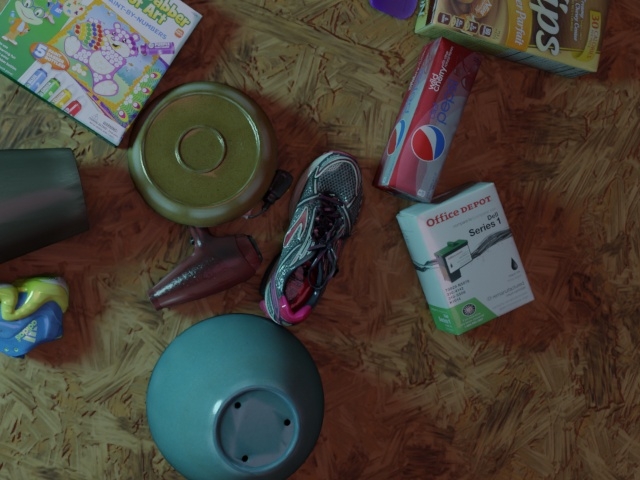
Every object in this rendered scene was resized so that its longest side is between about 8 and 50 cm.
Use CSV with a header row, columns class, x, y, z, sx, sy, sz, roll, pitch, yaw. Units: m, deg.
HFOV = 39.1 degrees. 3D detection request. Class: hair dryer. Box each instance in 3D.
class,x,y,z,sx,sy,sz,roll,pitch,yaw
hair dryer,-0.192,-0.018,1.441,0.223,0.080,0.294,23,81,1

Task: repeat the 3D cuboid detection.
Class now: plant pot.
class,x,y,z,sx,sy,sz,roll,pitch,yaw
plant pot,-0.116,0.270,1.399,0.290,0.195,0.290,-1,94,-15
plant pot,-0.184,-0.139,1.402,0.236,0.032,0.236,0,81,-3

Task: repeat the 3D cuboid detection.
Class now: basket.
class,x,y,z,sx,sy,sz,roll,pitch,yaw
basket,-0.464,-0.051,1.314,0.226,0.154,0.204,-12,80,-18

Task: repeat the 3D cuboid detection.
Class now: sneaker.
class,x,y,z,sx,sy,sz,roll,pitch,yaw
sneaker,-0.495,0.123,1.343,0.240,0.091,0.126,-6,95,-16
sneaker,0.000,0.000,1.459,0.120,0.112,0.299,20,87,-15

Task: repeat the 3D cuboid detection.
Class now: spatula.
class,x,y,z,sx,sy,sz,roll,pitch,yaw
spatula,0.031,-0.440,1.485,0.296,0.030,0.084,13,92,-16

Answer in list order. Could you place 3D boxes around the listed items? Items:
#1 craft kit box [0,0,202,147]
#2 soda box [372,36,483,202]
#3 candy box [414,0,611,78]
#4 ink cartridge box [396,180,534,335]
class,x,y,z,sx,sy,sz,roll,pitch,yaw
craft kit box,-0.350,-0.312,1.379,0.250,0.061,0.247,33,82,-15
soda box,0.177,-0.199,1.505,0.083,0.092,0.263,20,88,-14
candy box,0.334,-0.408,1.538,0.316,0.087,0.183,12,90,-15
ink cartridge box,0.246,0.027,1.535,0.160,0.092,0.219,-24,99,-13
